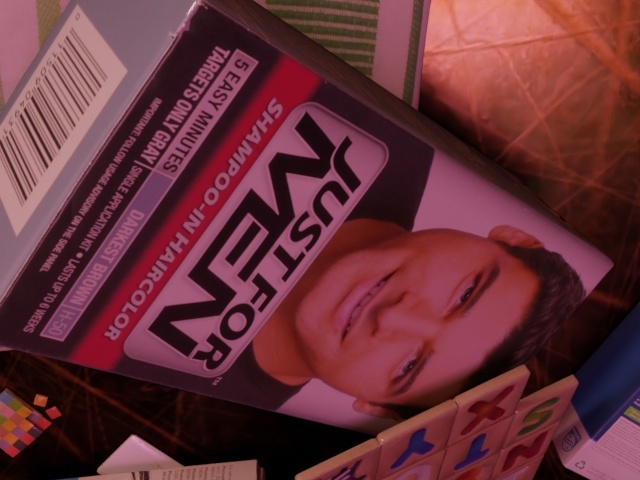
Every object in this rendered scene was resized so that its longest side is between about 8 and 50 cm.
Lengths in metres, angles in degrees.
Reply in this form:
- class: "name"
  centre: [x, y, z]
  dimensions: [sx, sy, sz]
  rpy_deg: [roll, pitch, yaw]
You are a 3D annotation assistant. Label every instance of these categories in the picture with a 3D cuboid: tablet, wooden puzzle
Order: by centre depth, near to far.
- class: "wooden puzzle"
  centre: [-0.262, 0.154, 0.750]
  dimensions: [0.083, 0.006, 0.049]
  rpy_deg: [-40, 111, 16]
- class: "tablet"
  centre: [-0.148, 0.208, 0.782]
  dimensions: [0.083, 0.006, 0.054]
  rpy_deg: [39, 109, -18]

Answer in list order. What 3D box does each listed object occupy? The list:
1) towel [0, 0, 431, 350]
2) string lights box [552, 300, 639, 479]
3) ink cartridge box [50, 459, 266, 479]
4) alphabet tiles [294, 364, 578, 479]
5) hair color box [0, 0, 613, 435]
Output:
- class: "towel"
  centre: [-0.078, -0.062, 0.553]
  dimensions: [0.325, 0.038, 0.247]
  rpy_deg: [-13, 126, -25]
- class: "string lights box"
  centre: [0.315, 0.095, 0.707]
  dimensions: [0.133, 0.076, 0.259]
  rpy_deg: [29, 111, -16]
- class: "ink cartridge box"
  centre: [-0.143, 0.278, 0.766]
  dimensions: [0.203, 0.086, 0.148]
  rpy_deg: [-6, 122, 1]
- class: "alphabet tiles"
  centre: [0.057, 0.221, 0.682]
  dimensions: [0.285, 0.011, 0.342]
  rpy_deg: [-22, 144, -19]
- class: "hair color box"
  centre: [0.000, 0.000, 0.533]
  dimensions: [0.375, 0.113, 0.185]
  rpy_deg: [24, 109, -43]
